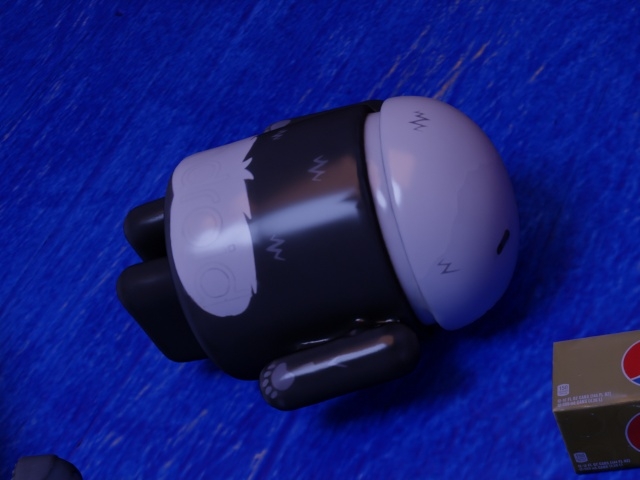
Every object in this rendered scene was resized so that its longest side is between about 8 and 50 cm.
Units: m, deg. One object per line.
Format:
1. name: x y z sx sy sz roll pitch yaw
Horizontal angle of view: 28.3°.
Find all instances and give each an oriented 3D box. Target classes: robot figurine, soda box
1. robot figurine: 0.001 0.003 0.895 0.278 0.209 0.173 -15 -4 15
2. soda box: 0.231 0.086 0.742 0.181 0.061 0.058 -11 38 19

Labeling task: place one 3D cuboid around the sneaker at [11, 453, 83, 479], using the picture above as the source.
1. sneaker: -0.102 0.234 0.747 0.131 0.112 0.319 -15 37 -14
